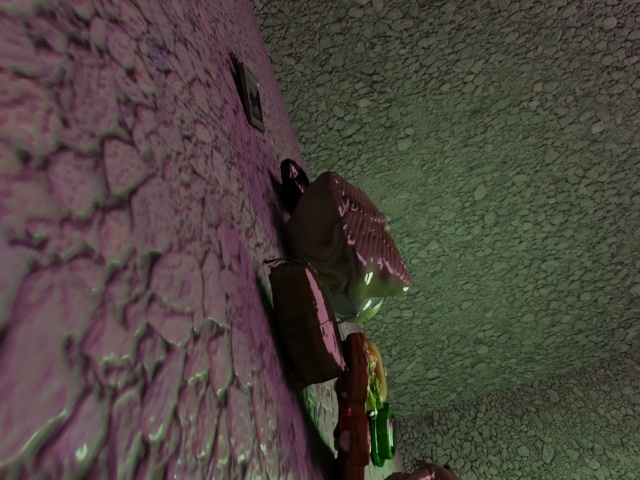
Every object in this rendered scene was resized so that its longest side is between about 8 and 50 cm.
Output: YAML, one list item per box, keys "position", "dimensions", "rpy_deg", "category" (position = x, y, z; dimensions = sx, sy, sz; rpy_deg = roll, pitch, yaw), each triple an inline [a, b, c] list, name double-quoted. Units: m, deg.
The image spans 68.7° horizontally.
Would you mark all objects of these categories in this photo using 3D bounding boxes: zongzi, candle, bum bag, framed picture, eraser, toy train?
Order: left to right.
- position: [-0.212, -0.447, 1.234]
  dimensions: [0.027, 0.019, 0.099]
  rpy_deg: [-98, 171, -64]
  category: "eraser"
- position: [-0.178, -0.373, 1.244]
  dimensions: [0.203, 0.015, 0.150]
  rpy_deg: [-68, 150, -83]
  category: "framed picture"
- position: [-0.065, -0.136, 1.382]
  dimensions: [0.340, 0.095, 0.144]
  rpy_deg: [92, -27, -84]
  category: "bum bag"
- position: [-0.024, 0.125, 0.790]
  dimensions: [0.204, 0.094, 0.205]
  rpy_deg: [77, -4, -84]
  category: "zongzi"
- position: [0.079, 0.096, 1.406]
  dimensions: [0.221, 0.221, 0.343]
  rpy_deg: [68, 6, -49]
  category: "candle"
- position: [0.125, 0.436, 1.459]
  dimensions: [0.161, 0.100, 0.296]
  rpy_deg: [-88, 161, -58]
  category: "toy train"

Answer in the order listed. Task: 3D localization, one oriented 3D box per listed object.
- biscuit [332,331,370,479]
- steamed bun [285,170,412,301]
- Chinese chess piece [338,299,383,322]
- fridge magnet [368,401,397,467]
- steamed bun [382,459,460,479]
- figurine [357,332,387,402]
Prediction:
- position: [0.047, 0.305, 0.784]
  dimensions: [0.205, 0.049, 0.324]
  rpy_deg: [-99, -168, -71]
  category: "biscuit"
- position: [0.049, 0.016, 1.169]
  dimensions: [0.324, 0.219, 0.310]
  rpy_deg: [24, 39, -50]
  category: "steamed bun"
- position: [0.120, 0.155, 1.643]
  dimensions: [0.273, 0.102, 0.273]
  rpy_deg: [-30, -125, 57]
  category: "Chinese chess piece"
- position: [0.206, 0.646, 1.569]
  dimensions: [0.208, 0.088, 0.208]
  rpy_deg: [-5, 90, -72]
  category: "fridge magnet"
- position: [0.176, 0.553, 0.796]
  dimensions: [0.280, 0.207, 0.268]
  rpy_deg: [55, -41, 18]
  category: "steamed bun"
- position: [0.177, 0.489, 1.774]
  dimensions: [0.324, 0.124, 0.222]
  rpy_deg: [-88, 160, -67]
  category: "figurine"
